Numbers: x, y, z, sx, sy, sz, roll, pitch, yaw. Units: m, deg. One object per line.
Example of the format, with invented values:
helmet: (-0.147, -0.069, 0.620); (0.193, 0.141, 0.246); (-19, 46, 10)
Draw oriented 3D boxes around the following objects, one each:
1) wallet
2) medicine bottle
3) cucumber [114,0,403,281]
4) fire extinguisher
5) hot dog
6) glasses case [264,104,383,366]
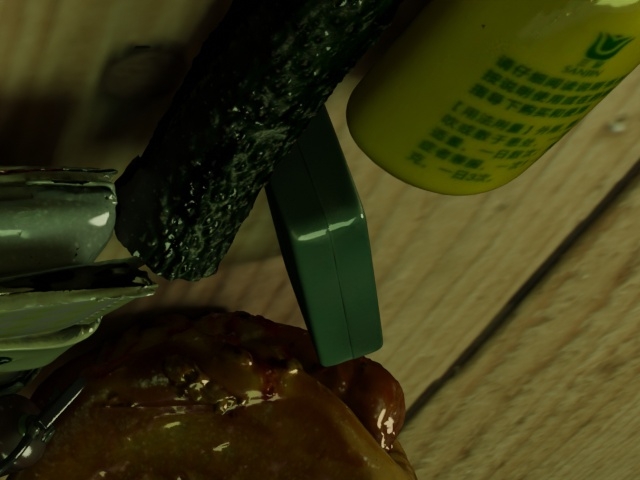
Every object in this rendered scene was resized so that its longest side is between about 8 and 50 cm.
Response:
wallet: (-0.227, 0.050, 0.810); (0.223, 0.077, 0.309); (-11, 167, -28)
medicine bottle: (0.123, -0.121, 0.695); (0.111, 0.076, 0.309); (-1, 151, -34)
cucumber: (-0.025, -0.073, 0.722); (0.067, 0.067, 0.245); (1, 145, -32)
fire extinguisher: (-0.203, 0.123, 0.917); (0.157, 0.078, 0.045); (-21, 116, 35)
hot dog: (-0.068, 0.121, 0.977); (0.257, 0.153, 0.150); (-2, -177, 2)
glasses case: (0.000, 0.000, 0.864); (0.039, 0.078, 0.184); (-18, 155, -3)
